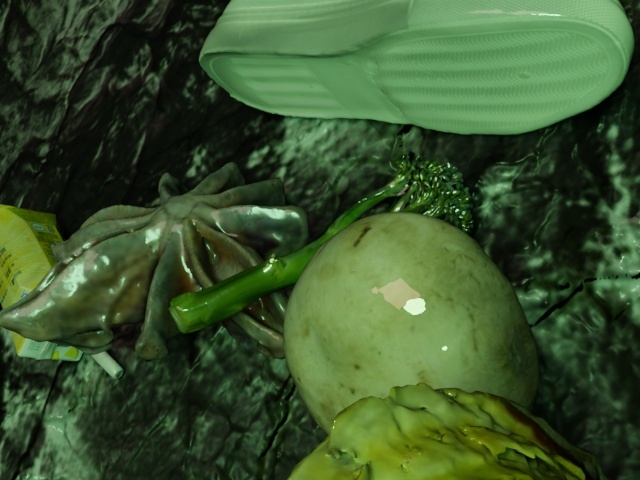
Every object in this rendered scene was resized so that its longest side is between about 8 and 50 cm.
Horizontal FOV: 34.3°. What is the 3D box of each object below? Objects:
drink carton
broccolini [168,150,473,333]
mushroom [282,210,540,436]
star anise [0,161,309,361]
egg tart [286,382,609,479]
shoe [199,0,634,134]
[{"bbox_3d":[-0.238,0.052,0.902,0.084,0.074,0.200,-59,44,18],"label":"drink carton"},{"bbox_3d":[0.001,0.001,0.686,0.216,0.058,0.067,-21,66,-15],"label":"broccolini"},{"bbox_3d":[0.055,0.064,0.628,0.166,0.127,0.166,14,113,37],"label":"mushroom"},{"bbox_3d":[-0.114,0.025,0.796,0.258,0.110,0.198,-7,37,18],"label":"star anise"},{"bbox_3d":[0.086,0.193,0.410,0.116,0.295,0.294,-33,48,46],"label":"egg tart"},{"bbox_3d":[0.072,-0.177,0.750,0.363,0.132,0.160,6,67,44],"label":"shoe"}]
